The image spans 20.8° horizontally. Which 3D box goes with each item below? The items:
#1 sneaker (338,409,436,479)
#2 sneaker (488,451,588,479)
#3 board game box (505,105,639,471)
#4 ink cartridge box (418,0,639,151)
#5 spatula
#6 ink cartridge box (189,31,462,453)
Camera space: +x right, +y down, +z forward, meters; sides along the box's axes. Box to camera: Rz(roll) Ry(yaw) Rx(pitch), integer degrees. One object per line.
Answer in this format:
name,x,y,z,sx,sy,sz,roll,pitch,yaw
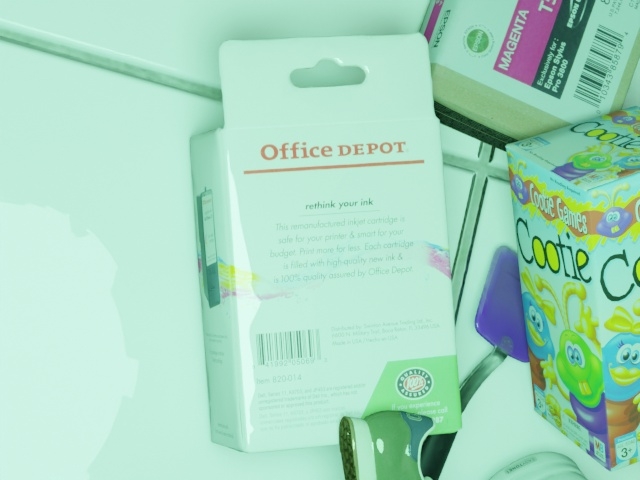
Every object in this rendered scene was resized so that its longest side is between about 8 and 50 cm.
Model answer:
sneaker,0.071,0.235,1.486,0.086,0.064,0.192,-10,104,-14
sneaker,0.141,0.306,1.557,0.305,0.152,0.114,-33,127,-14
board game box,0.272,0.041,1.567,0.142,0.144,0.275,-17,115,-18
ink cartridge box,0.202,-0.203,1.631,0.193,0.088,0.234,21,83,-16
spatula,0.136,0.150,1.628,0.084,0.030,0.296,33,80,-27
ink cartridge box,0.000,0.000,1.546,0.207,0.119,0.353,-4,90,-17
